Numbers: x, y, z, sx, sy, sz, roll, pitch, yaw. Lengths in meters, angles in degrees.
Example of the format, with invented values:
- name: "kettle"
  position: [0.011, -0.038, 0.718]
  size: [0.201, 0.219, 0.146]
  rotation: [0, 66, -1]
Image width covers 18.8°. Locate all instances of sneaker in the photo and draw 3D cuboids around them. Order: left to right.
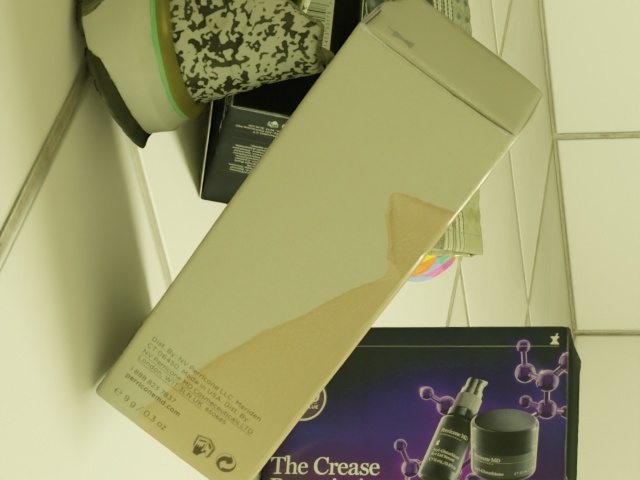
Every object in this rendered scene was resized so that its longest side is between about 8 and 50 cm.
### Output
- name: "sneaker"
  position: [-0.037, -0.242, 1.341]
  size: [0.158, 0.182, 0.410]
  rotation: [69, 24, -55]

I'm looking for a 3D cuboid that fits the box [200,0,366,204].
- name: "box"
  position: [-0.028, -0.122, 1.455]
  size: [0.158, 0.093, 0.156]
  rotation: [114, -16, -63]

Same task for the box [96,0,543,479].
- name: "box"
  position: [0.000, 0.000, 1.259]
  size: [0.311, 0.121, 0.148]
  rotation: [-53, 178, 22]

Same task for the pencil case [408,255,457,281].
- name: "pencil case"
  position: [0.082, -0.031, 2.010]
  size: [0.236, 0.104, 0.104]
  rotation: [58, 34, -68]

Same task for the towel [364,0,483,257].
- name: "towel"
  position: [0.054, -0.143, 1.806]
  size: [0.312, 0.056, 0.324]
  rotation: [9, 76, -57]

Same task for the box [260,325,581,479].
- name: "box"
  position: [0.088, 0.173, 1.663]
  size: [0.103, 0.261, 0.184]
  rotation: [62, 30, -62]
